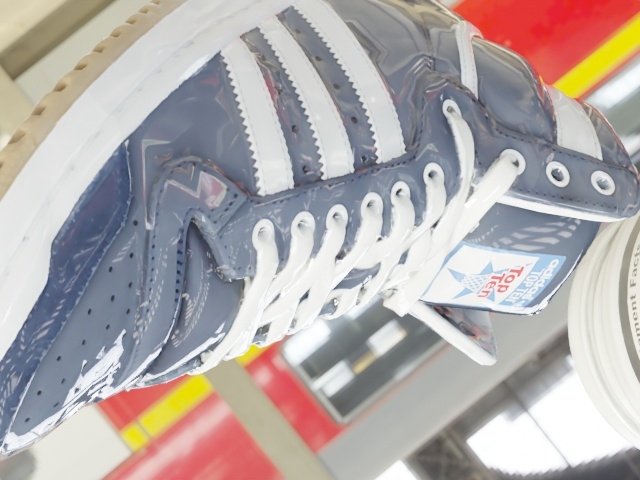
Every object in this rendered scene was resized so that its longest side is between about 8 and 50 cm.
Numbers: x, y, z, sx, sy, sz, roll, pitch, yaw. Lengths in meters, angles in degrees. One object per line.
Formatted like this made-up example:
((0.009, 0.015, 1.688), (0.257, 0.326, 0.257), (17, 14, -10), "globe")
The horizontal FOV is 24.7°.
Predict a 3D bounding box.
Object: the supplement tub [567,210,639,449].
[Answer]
((0.276, 0.031, 0.804), (0.191, 0.191, 0.272), (-40, -176, -23), "supplement tub")

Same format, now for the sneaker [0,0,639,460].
((0.000, 0.000, 0.430), (0.099, 0.153, 0.282), (-51, -178, 38), "sneaker")
